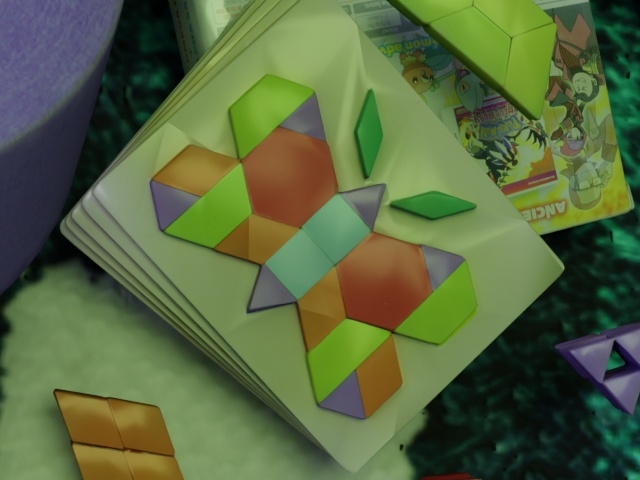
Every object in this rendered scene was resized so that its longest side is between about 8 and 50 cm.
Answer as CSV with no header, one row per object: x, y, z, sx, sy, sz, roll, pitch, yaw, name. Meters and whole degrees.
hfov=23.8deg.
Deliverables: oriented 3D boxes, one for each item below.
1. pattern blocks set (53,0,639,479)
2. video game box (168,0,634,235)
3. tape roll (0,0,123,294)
0.000,0.000,0.659,0.324,0.026,0.285,32,85,-9,pattern blocks set
0.038,-0.082,0.721,0.205,0.048,0.187,-13,92,-23,video game box
-0.205,-0.083,0.488,0.274,0.090,0.275,12,47,-13,tape roll
